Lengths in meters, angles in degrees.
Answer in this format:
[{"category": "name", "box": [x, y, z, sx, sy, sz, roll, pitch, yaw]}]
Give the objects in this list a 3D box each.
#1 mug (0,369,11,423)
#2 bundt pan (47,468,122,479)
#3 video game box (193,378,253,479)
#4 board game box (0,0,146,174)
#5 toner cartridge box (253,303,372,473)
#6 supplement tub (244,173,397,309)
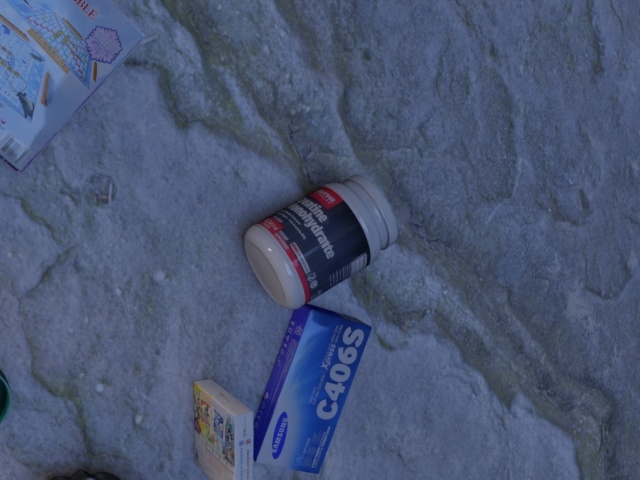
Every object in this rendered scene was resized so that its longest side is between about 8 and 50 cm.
[{"category": "mug", "box": [-0.633, 0.285, 1.513, 0.158, 0.097, 0.129, -48, 118, -10]}, {"category": "bundt pan", "box": [-0.470, 0.591, 1.648, 0.330, 0.124, 0.331, -6, 104, -26]}, {"category": "video game box", "box": [-0.197, 0.398, 1.704, 0.048, 0.205, 0.187, -8, 105, -30]}, {"category": "board game box", "box": [-0.502, -0.329, 1.364, 0.318, 0.066, 0.319, -50, 120, -10]}, {"category": "toner cartridge box", "box": [-0.026, 0.322, 1.850, 0.165, 0.075, 0.348, 19, 92, -28]}, {"category": "supplement tub", "box": [0.000, 0.000, 1.729, 0.272, 0.191, 0.191, -31, 113, -19]}]
